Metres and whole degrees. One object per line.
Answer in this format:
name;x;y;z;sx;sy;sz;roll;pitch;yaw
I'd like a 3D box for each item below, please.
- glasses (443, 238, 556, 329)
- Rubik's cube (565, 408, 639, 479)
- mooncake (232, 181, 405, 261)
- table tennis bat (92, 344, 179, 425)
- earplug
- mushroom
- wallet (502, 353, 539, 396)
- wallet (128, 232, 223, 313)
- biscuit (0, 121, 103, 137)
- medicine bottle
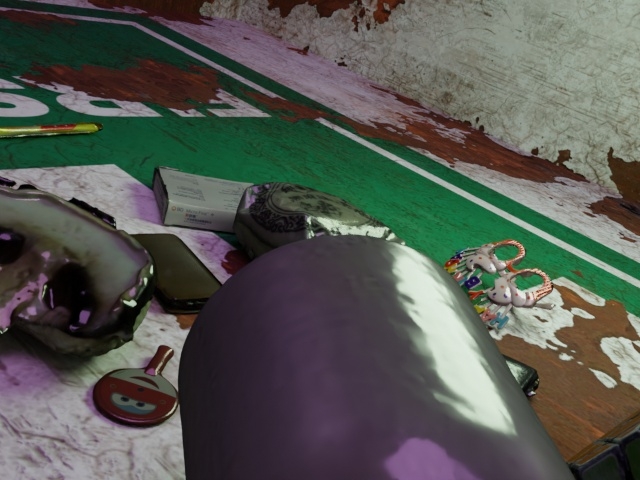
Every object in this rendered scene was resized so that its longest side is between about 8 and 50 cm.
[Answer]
glasses;0.322;0.088;1.497;0.162;0.095;0.255;-15;30;-6
Rubik's cube;0.389;0.289;0.783;0.319;0.319;0.264;23;49;15
mooncake;0.001;-0.005;1.373;0.255;0.136;0.250;3;23;-33
table tennis bat;-0.209;0.171;0.957;0.098;0.019;0.154;18;25;2
earplug;0.050;0.213;0.656;0.313;0.312;0.394;10;24;-18
mushroom;-0.367;0.043;1.012;0.345;0.129;0.247;19;38;7
wallet;0.199;0.179;1.205;0.250;0.044;0.149;28;28;25
wallet;-0.222;0.046;1.220;0.110;0.031;0.198;-1;28;-37
biscuit;-0.563;-0.220;1.615;0.048;0.026;0.292;8;13;34
medicine bottle;-0.203;-0.074;1.494;0.201;0.052;0.171;8;23;-24
